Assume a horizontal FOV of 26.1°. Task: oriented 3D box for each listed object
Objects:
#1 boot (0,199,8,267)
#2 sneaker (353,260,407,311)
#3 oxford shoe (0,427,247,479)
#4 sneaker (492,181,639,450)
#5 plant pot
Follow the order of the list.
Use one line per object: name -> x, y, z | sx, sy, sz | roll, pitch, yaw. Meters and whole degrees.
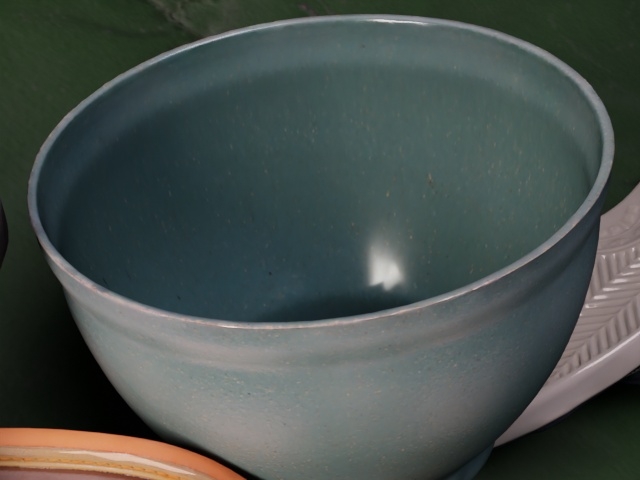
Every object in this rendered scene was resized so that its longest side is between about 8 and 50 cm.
boot -> -0.360, 0.153, 0.562 | 0.367, 0.146, 0.445 | 5, 61, 16
sneaker -> 0.000, 0.000, 0.911 | 0.175, 0.064, 0.067 | 41, 28, 7
oxford shoe -> -0.061, 0.192, 0.666 | 0.363, 0.130, 0.133 | 19, 53, -7
sneaker -> 0.210, 0.055, 0.912 | 0.350, 0.148, 0.131 | -33, 42, -16
plant pot -> 0.007, 0.029, 0.749 | 0.293, 0.196, 0.293 | -4, 35, 3
